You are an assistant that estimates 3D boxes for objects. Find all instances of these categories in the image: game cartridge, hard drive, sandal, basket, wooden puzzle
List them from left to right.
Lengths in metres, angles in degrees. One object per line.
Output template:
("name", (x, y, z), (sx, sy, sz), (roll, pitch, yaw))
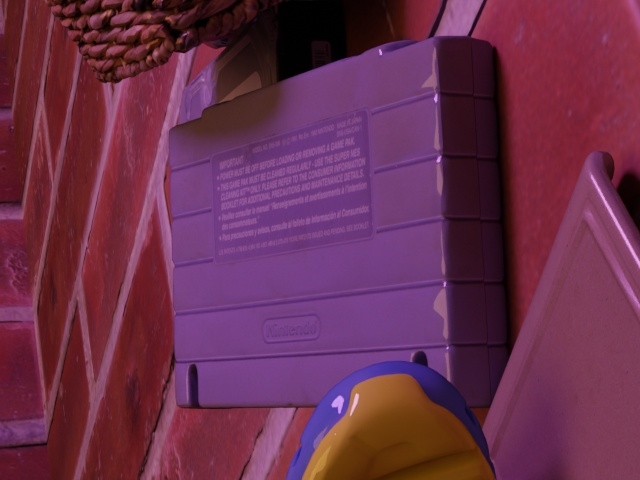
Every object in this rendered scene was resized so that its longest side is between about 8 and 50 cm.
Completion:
("basket", (-0.127, -0.257, 1.151), (0.223, 0.213, 0.299), (62, 170, -12))
("hard drive", (-0.056, -0.049, 1.320), (0.339, 0.064, 0.236), (159, 109, -72))
("game cartridge", (0.000, 0.000, 1.049), (0.355, 0.068, 0.230), (-9, 77, 57))
("sandal", (0.041, 0.179, 0.871), (0.138, 0.126, 0.317), (-96, 1, -49))
("wooden puzzle", (0.144, 0.110, 0.753), (0.238, 0.044, 0.221), (-103, 20, -46))

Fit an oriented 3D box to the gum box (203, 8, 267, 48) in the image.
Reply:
("gum box", (-0.078, -0.264, 1.373), (0.107, 0.062, 0.188), (-157, 67, -71))
